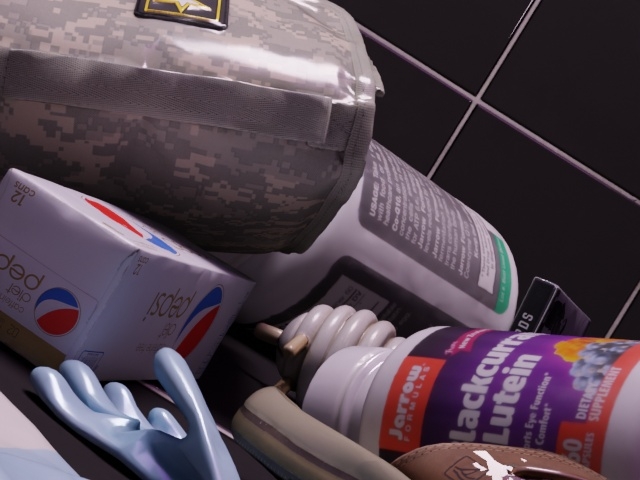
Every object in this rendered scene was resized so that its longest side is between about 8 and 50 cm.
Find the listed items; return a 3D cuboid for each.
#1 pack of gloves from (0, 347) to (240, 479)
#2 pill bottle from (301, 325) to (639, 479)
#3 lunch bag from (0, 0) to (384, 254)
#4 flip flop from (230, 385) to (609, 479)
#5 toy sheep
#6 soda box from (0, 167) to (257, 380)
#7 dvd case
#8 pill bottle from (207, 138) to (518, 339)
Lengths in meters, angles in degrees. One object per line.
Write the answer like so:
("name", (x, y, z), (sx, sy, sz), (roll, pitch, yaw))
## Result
("pack of gloves", (-0.049, 0.075, 0.420), (0.232, 0.046, 0.195), (32, 0, 37))
("pill bottle", (0.086, 0.095, 0.595), (0.193, 0.108, 0.108), (1, -21, 42))
("lunch bag", (-0.101, -0.084, 0.796), (0.235, 0.169, 0.287), (9, -3, -10))
("flip flop", (0.072, 0.115, 0.482), (0.277, 0.080, 0.112), (27, -23, 47))
("toy sheep", (0.013, 0.085, 0.861), (0.132, 0.091, 0.091), (26, 0, 14))
("soda box", (-0.102, 0.025, 0.643), (0.074, 0.069, 0.216), (31, 0, 12))
("dvd case", (0.204, 0.137, 1.256), (0.029, 0.179, 0.238), (25, -2, 21))
("pill bottle", (0.000, 0.000, 1.129), (0.361, 0.204, 0.204), (32, 0, -42))
